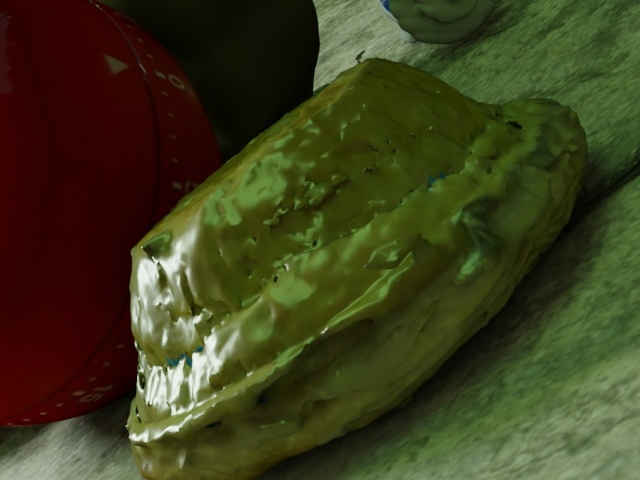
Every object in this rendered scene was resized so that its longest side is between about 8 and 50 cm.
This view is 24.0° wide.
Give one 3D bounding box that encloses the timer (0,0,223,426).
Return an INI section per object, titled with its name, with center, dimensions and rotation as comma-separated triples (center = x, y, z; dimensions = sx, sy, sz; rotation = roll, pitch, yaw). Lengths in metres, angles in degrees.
[timer]
center = -0.270, -0.033, 1.272
dimensions = 0.378, 0.378, 0.279
rotation = -29, -24, 30

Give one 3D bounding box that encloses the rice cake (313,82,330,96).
[rice cake]
center = -0.054, -0.126, 1.682
dimensions = 0.042, 0.045, 0.245
rotation = -45, 16, -31

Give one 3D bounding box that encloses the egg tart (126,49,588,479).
[egg tart]
center = 0.000, 0.000, 1.025
dimensions = 0.388, 0.169, 0.388
rotation = -37, 11, 8

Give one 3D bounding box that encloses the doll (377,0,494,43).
[doll]
center = 0.112, -0.276, 1.616
dimensions = 0.293, 0.119, 0.138
rotation = -120, 39, -74

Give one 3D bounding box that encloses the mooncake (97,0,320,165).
[mooncake]
center = -0.197, -0.157, 1.512
dimensions = 0.378, 0.378, 0.201
rotation = -28, 22, 31
